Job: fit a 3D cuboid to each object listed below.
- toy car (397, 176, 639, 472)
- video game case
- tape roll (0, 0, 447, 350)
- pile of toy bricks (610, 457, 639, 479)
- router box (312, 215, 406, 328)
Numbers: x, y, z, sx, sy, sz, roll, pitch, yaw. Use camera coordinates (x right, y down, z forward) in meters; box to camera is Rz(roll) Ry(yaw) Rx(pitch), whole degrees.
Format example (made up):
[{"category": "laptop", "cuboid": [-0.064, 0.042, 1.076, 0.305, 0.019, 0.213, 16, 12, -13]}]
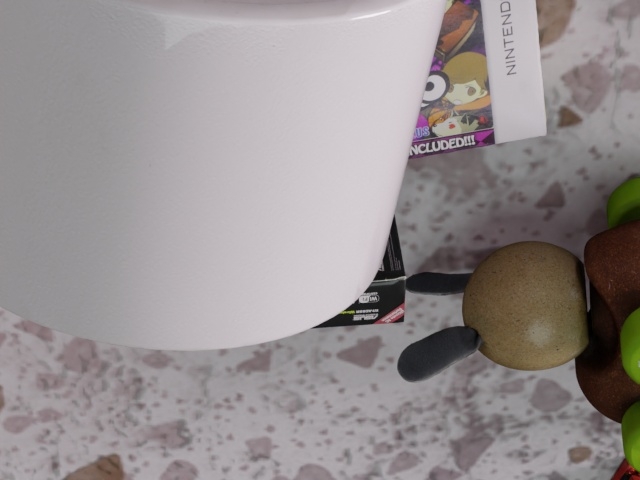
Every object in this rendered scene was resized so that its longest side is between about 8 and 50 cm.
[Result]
[{"category": "toy car", "cuboid": [0.145, 0.056, 0.929, 0.188, 0.155, 0.149, -3, 127, 9]}, {"category": "video game case", "cuboid": [0.008, -0.136, 0.833, 0.232, 0.042, 0.210, -9, 125, 2]}, {"category": "tape roll", "cuboid": [-0.070, -0.088, 0.685, 0.246, 0.246, 0.169, 5, 124, -9]}, {"category": "pile of toy bricks", "cuboid": [0.247, 0.275, 1.121, 0.118, 0.105, 0.212, 14, 124, -15]}, {"category": "router box", "cuboid": [0.000, 0.000, 0.883, 0.092, 0.122, 0.038, -3, 131, -3]}]
